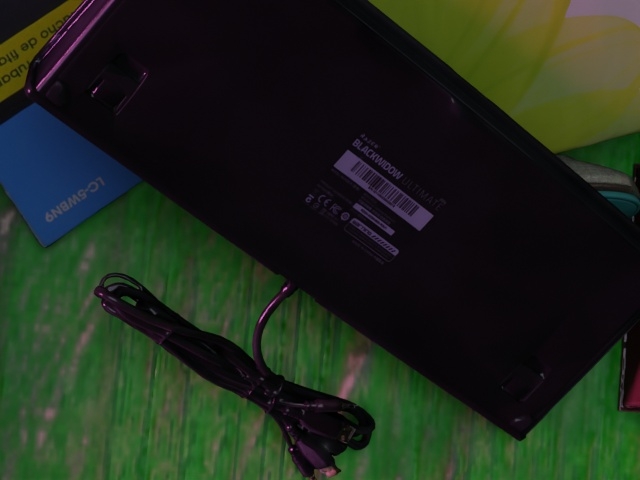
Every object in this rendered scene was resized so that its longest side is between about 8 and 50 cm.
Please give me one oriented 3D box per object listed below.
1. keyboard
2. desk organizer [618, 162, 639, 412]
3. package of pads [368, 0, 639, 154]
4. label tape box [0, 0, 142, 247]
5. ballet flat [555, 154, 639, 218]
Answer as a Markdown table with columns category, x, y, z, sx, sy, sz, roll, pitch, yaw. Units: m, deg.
| category | x | y | z | sx | sy | sz | roll | pitch | yaw |
| --- | --- | --- | --- | --- | --- | --- | --- | --- | --- |
| keyboard | 0.000 | 0.000 | 0.783 | 0.317 | 0.033 | 0.201 | 36 | 103 | -27 |
| desk organizer | 0.185 | 0.023 | 0.858 | 0.047 | 0.050 | 0.130 | 6 | 83 | -7 |
| package of pads | 0.082 | -0.177 | 0.776 | 0.229 | 0.101 | 0.296 | -14 | 123 | -9 |
| label tape box | -0.129 | -0.199 | 0.792 | 0.241 | 0.106 | 0.333 | -35 | 128 | -10 |
| ballet flat | 0.079 | -0.023 | 0.849 | 0.168 | 0.057 | 0.052 | -12 | 64 | -10 |
